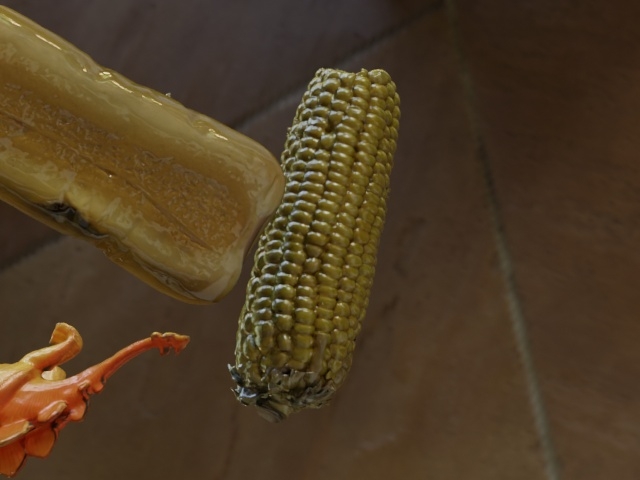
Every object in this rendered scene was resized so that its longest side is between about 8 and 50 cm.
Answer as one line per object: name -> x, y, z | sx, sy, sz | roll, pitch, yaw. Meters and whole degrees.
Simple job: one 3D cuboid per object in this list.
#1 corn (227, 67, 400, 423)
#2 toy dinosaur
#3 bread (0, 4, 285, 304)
corn -> 0.000, 0.000, 1.607 | 0.115, 0.115, 0.318 | 1, 73, 43
toy dinosaur -> -0.211, 0.109, 1.251 | 0.288, 0.070, 0.117 | -6, 34, 36
bread -> -0.178, -0.069, 1.482 | 0.142, 0.305, 0.091 | -62, 15, -7
